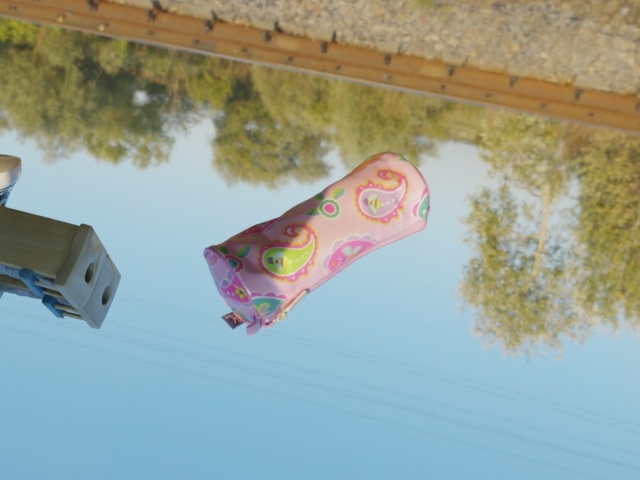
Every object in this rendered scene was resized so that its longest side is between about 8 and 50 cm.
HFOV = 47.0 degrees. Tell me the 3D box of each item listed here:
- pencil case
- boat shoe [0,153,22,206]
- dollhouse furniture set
[{"bbox_3d":[0.000,0.000,0.893,0.284,0.124,0.124,-31,-152,-21],"label":"pencil case"},{"bbox_3d":[-0.577,-0.090,1.261,0.108,0.102,0.301,-15,-163,-33],"label":"boat shoe"},{"bbox_3d":[-0.298,0.078,0.709,0.129,0.183,0.129,14,155,6],"label":"dollhouse furniture set"}]
